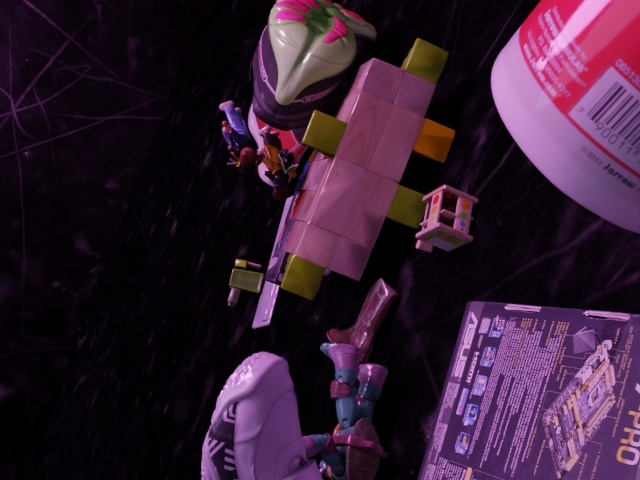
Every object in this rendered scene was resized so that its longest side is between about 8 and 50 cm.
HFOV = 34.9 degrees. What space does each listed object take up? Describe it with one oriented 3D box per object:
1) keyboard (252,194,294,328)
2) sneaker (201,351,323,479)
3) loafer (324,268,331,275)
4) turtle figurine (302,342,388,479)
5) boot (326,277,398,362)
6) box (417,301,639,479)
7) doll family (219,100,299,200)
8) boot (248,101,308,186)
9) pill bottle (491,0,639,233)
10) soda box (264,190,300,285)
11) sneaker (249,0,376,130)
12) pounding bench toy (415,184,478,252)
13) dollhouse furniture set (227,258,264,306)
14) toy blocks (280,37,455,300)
[{"bbox_3d":[-0.076,0.034,1.830,0.072,0.014,0.256,150,137,-66],"label":"keyboard"},{"bbox_3d":[-0.007,0.304,1.076,0.137,0.210,0.365,-19,-65,-65],"label":"sneaker"},{"bbox_3d":[0.000,0.000,1.635,0.045,0.039,0.125,-51,27,39],"label":"loafer"},{"bbox_3d":[0.023,0.254,1.249,0.175,0.118,0.234,64,-145,-60],"label":"turtle figurine"},{"bbox_3d":[0.058,0.100,1.403,0.106,0.037,0.114,29,100,56],"label":"boot"},{"bbox_3d":[0.187,0.253,0.871,0.318,0.097,0.394,-6,65,68],"label":"box"},{"bbox_3d":[-0.092,-0.125,1.503,0.076,0.193,0.111,-37,50,28],"label":"doll family"},{"bbox_3d":[-0.058,-0.241,1.948,0.176,0.088,0.244,-53,34,34],"label":"boot"},{"bbox_3d":[0.334,-0.210,0.770,0.407,0.229,0.229,-52,27,35],"label":"pill bottle"},{"bbox_3d":[-0.036,-0.002,1.706,0.060,0.053,0.169,2,71,68],"label":"soda box"},{"bbox_3d":[-0.033,-0.291,1.649,0.202,0.185,0.483,-60,-1,19],"label":"sneaker"},{"bbox_3d":[0.151,-0.026,1.280,0.083,0.052,0.065,-31,42,58],"label":"pounding bench toy"},{"bbox_3d":[-0.138,0.082,1.909,0.151,0.059,0.076,108,174,-77],"label":"dollhouse furniture set"},{"bbox_3d":[0.041,-0.099,1.492,0.261,0.191,0.381,-169,100,-80],"label":"toy blocks"}]
